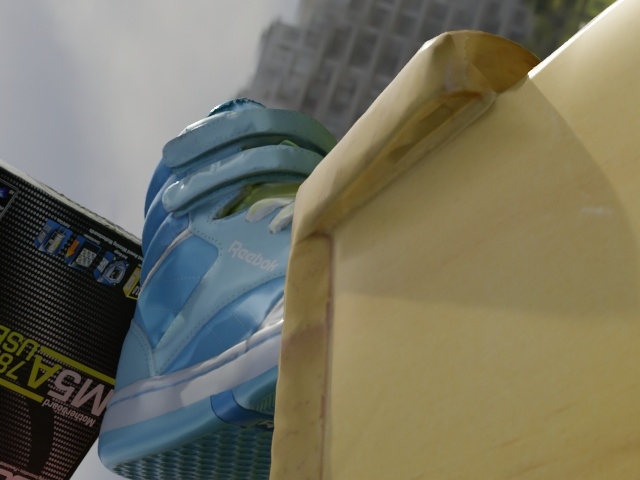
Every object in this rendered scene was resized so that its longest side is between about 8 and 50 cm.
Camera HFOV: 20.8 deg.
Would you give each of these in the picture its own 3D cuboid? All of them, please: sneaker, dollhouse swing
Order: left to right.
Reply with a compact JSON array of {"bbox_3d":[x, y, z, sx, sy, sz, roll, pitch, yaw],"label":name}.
[{"bbox_3d":[0.000,0.000,0.883,0.319,0.127,0.208,-22,56,44],"label":"sneaker"},{"bbox_3d":[0.147,0.109,0.507,0.305,0.315,0.347,-25,45,33],"label":"dollhouse swing"}]

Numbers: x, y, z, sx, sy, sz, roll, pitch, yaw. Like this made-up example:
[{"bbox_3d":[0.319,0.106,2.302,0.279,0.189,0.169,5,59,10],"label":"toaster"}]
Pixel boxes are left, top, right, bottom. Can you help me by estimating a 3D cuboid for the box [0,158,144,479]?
[{"bbox_3d":[-0.190,0.058,1.040,0.191,0.045,0.184,34,-89,-45],"label":"box"}]
